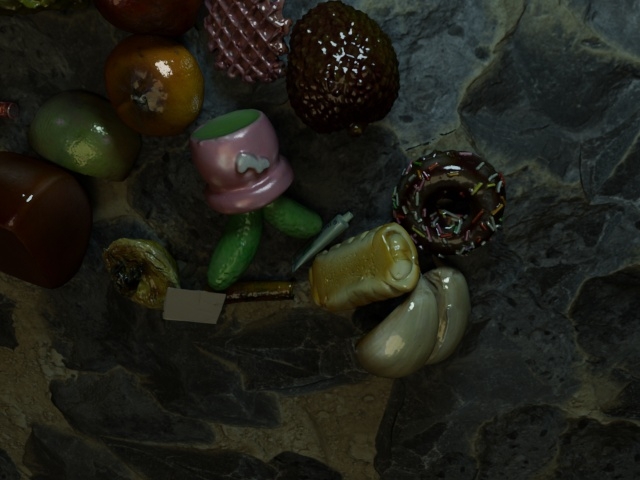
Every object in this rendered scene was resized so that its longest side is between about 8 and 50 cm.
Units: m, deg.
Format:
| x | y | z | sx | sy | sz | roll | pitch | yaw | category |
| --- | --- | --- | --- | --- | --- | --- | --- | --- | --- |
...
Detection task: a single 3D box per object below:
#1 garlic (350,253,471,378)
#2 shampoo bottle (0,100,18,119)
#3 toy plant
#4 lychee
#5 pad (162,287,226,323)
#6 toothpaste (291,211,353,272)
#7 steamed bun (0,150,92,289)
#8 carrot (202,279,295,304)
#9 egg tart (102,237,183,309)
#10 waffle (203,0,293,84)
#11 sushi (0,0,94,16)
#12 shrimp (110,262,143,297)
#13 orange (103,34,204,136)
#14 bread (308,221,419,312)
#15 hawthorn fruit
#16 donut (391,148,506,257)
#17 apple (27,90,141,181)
| x | y | z | sx | sy | sz | roll | pitch | yaw | category |
| --- | --- | --- | --- | --- | --- | --- | --- | --- | --- |
| 0.227 | 0.209 | 1.354 | 0.286 | 0.249 | 0.313 | 22 | 129 | -35 | garlic |
| -0.859 | -0.337 | 1.346 | 0.220 | 0.051 | 0.108 | 11 | 118 | 5 | shampoo bottle |
| -0.178 | -0.102 | 1.249 | 0.317 | 0.210 | 0.356 | -31 | 130 | -19 | toy plant |
| 0.041 | -0.337 | 1.089 | 0.235 | 0.236 | 0.271 | -9 | 92 | 15 | lychee |
| -0.349 | 0.181 | 1.493 | 0.156 | 0.004 | 0.232 | 8 | 150 | -14 | pad |
| 0.000 | 0.000 | 1.380 | 0.041 | 0.064 | 0.218 | 36 | 117 | -28 | toothpaste |
| -0.714 | -0.063 | 1.355 | 0.235 | 0.248 | 0.379 | 19 | 148 | 5 | steamed bun |
| -0.194 | 0.140 | 1.489 | 0.260 | 0.070 | 0.070 | -4 | 118 | 10 | carrot |
| -0.469 | 0.081 | 1.491 | 0.252 | 0.098 | 0.232 | 37 | 128 | -7 | egg tart |
| -0.156 | -0.441 | 1.125 | 0.221 | 0.055 | 0.234 | 18 | 123 | 27 | waffle |
| -0.642 | -0.622 | 1.040 | 0.396 | 0.240 | 0.351 | 3 | 119 | 5 | sushi |
| -0.516 | 0.097 | 1.445 | 0.091 | 0.034 | 0.161 | 42 | 133 | -6 | shrimp |
| -0.364 | -0.335 | 1.189 | 0.224 | 0.170 | 0.224 | 4 | 119 | 6 | orange |
| 0.100 | 0.073 | 1.325 | 0.311 | 0.121 | 0.173 | -21 | 71 | 42 | bread |
| -0.329 | -0.500 | 1.070 | 0.224 | 0.261 | 0.224 | -7 | 74 | 28 | hawthorn fruit |
| 0.294 | -0.079 | 1.254 | 0.269 | 0.103 | 0.270 | 5 | 122 | 8 | donut |
| -0.573 | -0.255 | 1.308 | 0.265 | 0.120 | 0.193 | 22 | 110 | -5 | apple |
